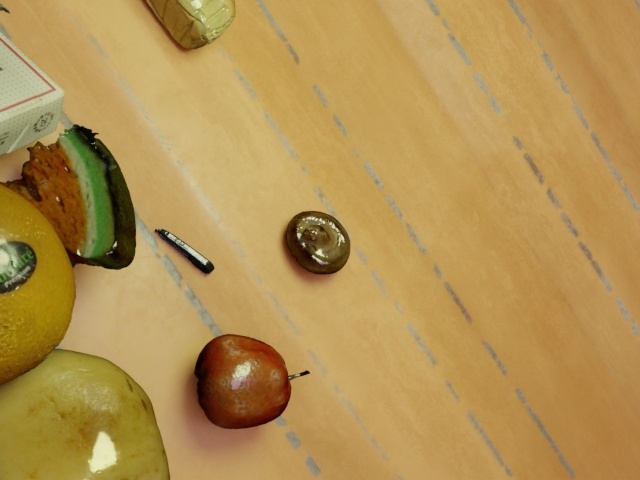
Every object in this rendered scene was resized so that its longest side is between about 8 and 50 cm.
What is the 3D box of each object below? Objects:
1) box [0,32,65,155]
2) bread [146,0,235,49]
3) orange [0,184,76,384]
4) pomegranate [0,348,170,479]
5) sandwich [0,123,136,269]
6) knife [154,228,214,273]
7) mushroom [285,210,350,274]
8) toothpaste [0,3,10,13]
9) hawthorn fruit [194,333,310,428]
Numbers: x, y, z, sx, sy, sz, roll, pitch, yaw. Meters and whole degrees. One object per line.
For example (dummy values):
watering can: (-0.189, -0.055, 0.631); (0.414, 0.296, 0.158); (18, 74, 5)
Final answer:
box: (-0.554, -0.190, 1.115); (0.210, 0.095, 0.330); (42, 45, 7)
bread: (-0.242, -0.446, 1.371); (0.106, 0.140, 0.236); (-41, 103, -28)
orange: (-0.440, 0.055, 0.977); (0.274, 0.274, 0.274); (4, 80, -25)
pomegranate: (-0.374, 0.317, 1.095); (0.332, 0.332, 0.333); (4, 80, -25)
sandwich: (-0.426, -0.009, 1.214); (0.301, 0.162, 0.250); (-23, 61, -11)
knife: (-0.231, 0.015, 1.367); (0.121, 0.031, 0.018); (40, 68, -9)
mushroom: (-0.005, 0.004, 1.446); (0.109, 0.085, 0.126); (-8, 69, -55)
toothpaste: (-0.588, -0.382, 1.194); (0.247, 0.078, 0.047); (19, 94, 9)
hawthorn fruit: (-0.110, 0.230, 1.317); (0.193, 0.157, 0.157); (0, 82, -22)
